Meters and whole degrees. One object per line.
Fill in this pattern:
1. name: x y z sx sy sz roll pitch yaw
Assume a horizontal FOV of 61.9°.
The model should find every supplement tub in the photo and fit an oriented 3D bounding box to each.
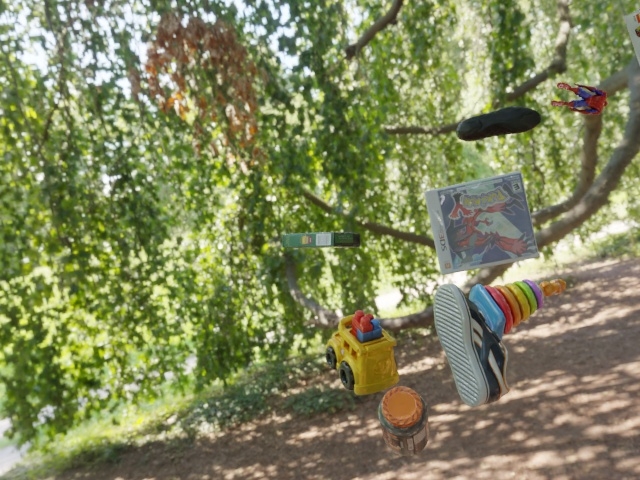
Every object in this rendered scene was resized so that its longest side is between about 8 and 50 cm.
1. supplement tub: 0.200 0.431 1.278 0.117 0.117 0.190 -17 -41 -1

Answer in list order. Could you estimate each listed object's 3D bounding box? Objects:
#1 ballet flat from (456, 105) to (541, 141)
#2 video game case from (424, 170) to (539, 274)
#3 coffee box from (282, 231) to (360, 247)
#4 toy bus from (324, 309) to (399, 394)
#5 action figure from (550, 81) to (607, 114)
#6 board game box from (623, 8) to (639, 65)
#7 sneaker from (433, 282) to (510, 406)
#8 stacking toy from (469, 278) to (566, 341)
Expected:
1. ballet flat: 0.370 -0.244 1.115 0.173 0.057 0.049 -8 -2 6
2. video game case: 0.335 -0.035 1.120 0.201 0.183 0.023 -12 -2 10
3. coffee box: 0.000 0.000 1.416 0.184 0.040 0.113 -2 -3 43
4. toy bus: 0.106 0.272 1.447 0.149 0.211 0.220 -13 25 -22
5. action figure: 0.360 -0.194 0.731 0.115 0.038 0.030 -1 19 -32
6. board game box: 0.752 -0.352 1.122 0.193 0.305 0.053 -27 8 -31
7. sneaker: 0.398 0.267 1.407 0.127 0.321 0.126 -1 -22 -26
8. stacking toy: 0.644 0.185 1.698 0.302 0.165 0.175 -21 -42 -6
